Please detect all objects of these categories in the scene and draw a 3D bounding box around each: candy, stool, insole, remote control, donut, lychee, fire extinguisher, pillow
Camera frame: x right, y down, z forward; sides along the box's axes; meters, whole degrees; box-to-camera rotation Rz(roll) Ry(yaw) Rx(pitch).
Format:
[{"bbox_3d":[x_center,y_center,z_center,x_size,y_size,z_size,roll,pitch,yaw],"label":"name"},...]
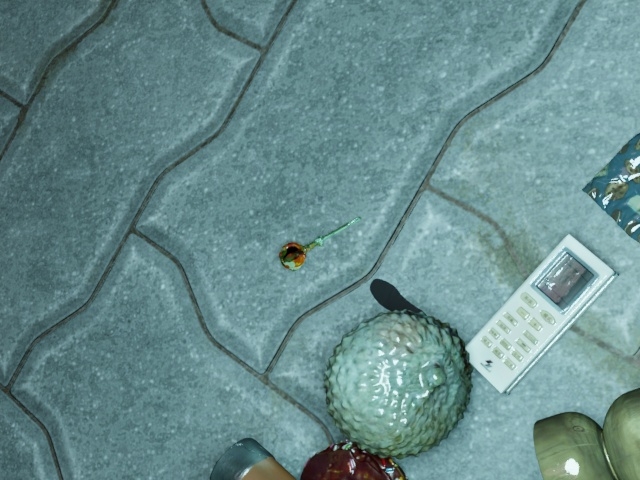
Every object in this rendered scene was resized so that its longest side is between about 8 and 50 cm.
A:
[{"bbox_3d":[0.000,0.000,1.764,0.185,0.049,0.055,-29,73,11],"label":"candy"},{"bbox_3d":[0.479,0.317,1.346,0.264,0.179,0.179,-24,68,21],"label":"stool"},{"bbox_3d":[0.144,0.116,1.675,0.135,0.002,0.045,36,98,30],"label":"insole"},{"bbox_3d":[0.369,0.126,1.520,0.277,0.055,0.103,-50,62,10],"label":"remote control"},{"bbox_3d":[0.068,0.471,1.585,0.235,0.089,0.235,-7,76,28],"label":"donut"},{"bbox_3d":[0.127,0.240,1.513,0.274,0.255,0.255,163,115,-67],"label":"lychee"},{"bbox_3d":[-0.035,0.518,1.528,0.376,0.113,0.200,34,122,30],"label":"fire extinguisher"},{"bbox_3d":[0.572,-0.072,1.448,0.189,0.034,0.255,-47,53,12],"label":"pillow"}]
